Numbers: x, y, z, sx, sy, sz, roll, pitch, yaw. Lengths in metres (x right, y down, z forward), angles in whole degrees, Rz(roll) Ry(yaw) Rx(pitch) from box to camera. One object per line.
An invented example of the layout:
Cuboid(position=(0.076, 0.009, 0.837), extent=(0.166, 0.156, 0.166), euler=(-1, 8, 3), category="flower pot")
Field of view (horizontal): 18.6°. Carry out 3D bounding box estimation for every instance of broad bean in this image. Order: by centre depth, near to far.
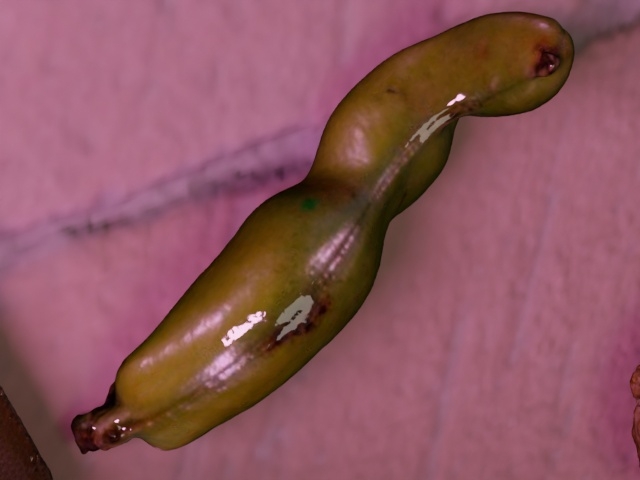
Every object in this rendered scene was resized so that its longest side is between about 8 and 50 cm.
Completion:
Cuboid(position=(0.000, 0.000, 0.656), extent=(0.213, 0.070, 0.048), euler=(-45, 115, -2), category="broad bean")

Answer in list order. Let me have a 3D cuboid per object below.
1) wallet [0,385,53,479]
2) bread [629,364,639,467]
Cuboid(position=(-0.156, 0.038, 0.564), extent=(0.110, 0.031, 0.198), euler=(-39, 130, -20), category="wallet")
Cuboid(position=(0.167, 0.075, 0.825), extent=(0.082, 0.060, 0.113), euler=(-28, 123, -27), category="bread")
